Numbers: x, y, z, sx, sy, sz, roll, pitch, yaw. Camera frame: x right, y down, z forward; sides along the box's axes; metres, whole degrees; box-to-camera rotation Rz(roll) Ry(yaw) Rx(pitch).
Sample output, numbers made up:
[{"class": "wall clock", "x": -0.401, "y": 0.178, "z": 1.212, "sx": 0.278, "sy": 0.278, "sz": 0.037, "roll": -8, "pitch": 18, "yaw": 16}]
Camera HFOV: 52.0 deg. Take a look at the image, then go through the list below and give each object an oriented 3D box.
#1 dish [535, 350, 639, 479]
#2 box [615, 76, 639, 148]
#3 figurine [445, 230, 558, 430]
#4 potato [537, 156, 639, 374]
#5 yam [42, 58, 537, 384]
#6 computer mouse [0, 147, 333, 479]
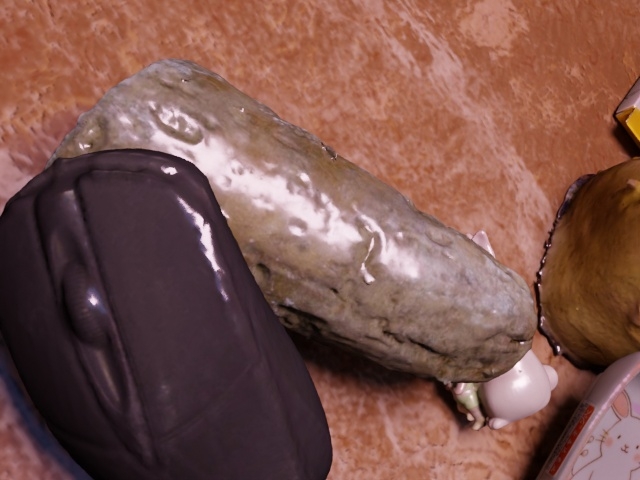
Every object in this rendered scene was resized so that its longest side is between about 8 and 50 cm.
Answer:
[{"class": "dish", "x": 0.249, "y": 0.202, "z": 0.548, "sx": 0.151, "sy": 0.077, "sz": 0.212, "roll": 33, "pitch": 86, "yaw": -17}, {"class": "box", "x": 0.424, "y": -0.159, "z": 0.760, "sx": 0.129, "sy": 0.033, "sz": 0.247, "roll": 49, "pitch": 63, "yaw": -11}, {"class": "figurine", "x": 0.125, "y": 0.075, "z": 0.529, "sx": 0.098, "sy": 0.081, "sz": 0.146, "roll": -28, "pitch": 93, "yaw": -29}, {"class": "potato", "x": 0.341, "y": 0.020, "z": 0.554, "sx": 0.229, "sy": 0.266, "sz": 0.229, "roll": 4, "pitch": 81, "yaw": -25}, {"class": "yam", "x": 0.000, "y": 0.000, "z": 0.435, "sx": 0.330, "sy": 0.133, "sz": 0.133, "roll": 26, "pitch": 68, "yaw": -12}, {"class": "computer mouse", "x": -0.082, "y": 0.082, "z": 0.363, "sx": 0.086, "sy": 0.137, "sz": 0.270, "roll": -79, "pitch": 147, "yaw": -60}]
